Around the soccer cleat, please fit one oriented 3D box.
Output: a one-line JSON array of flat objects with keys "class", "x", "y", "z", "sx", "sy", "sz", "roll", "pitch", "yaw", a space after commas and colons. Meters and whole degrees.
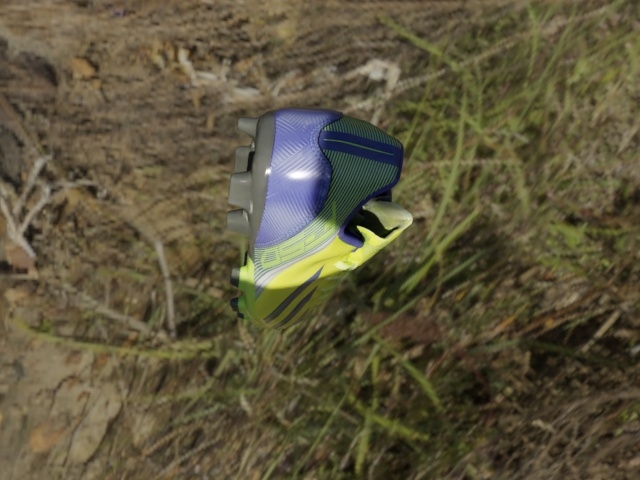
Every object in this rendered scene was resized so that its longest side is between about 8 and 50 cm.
[{"class": "soccer cleat", "x": 0.000, "y": 0.001, "z": 0.801, "sx": 0.121, "sy": 0.289, "sz": 0.093, "roll": 6, "pitch": 68, "yaw": 0}]
